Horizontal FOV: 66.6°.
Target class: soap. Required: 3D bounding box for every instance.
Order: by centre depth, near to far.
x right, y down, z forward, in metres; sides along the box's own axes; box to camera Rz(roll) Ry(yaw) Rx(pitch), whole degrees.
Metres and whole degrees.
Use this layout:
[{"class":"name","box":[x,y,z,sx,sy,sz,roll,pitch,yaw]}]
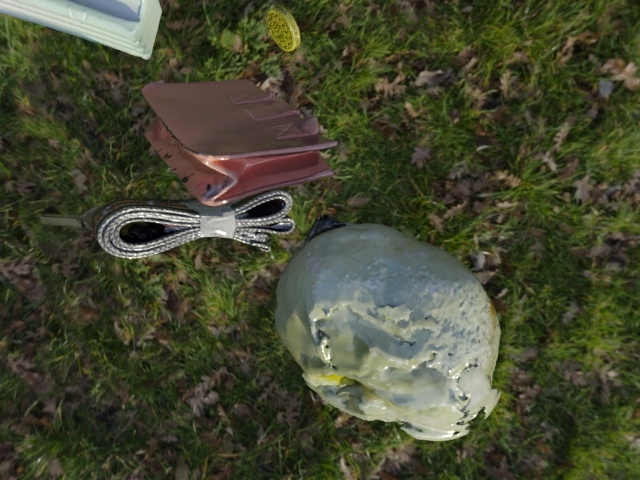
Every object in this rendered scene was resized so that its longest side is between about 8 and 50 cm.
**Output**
[{"class":"soap","box":[-0.423,-0.404,0.802,0.289,0.173,0.095,15,94,-12]}]

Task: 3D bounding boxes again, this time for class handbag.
[{"class":"handbag","box":[-0.095,-0.118,0.533,0.157,0.212,0.059,-16,129,-28]},{"class":"handbag","box":[0.000,0.000,1.050,0.072,0.139,0.115,31,96,11]}]

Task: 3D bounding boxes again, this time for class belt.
[{"class":"belt","box":[-0.215,-0.039,0.873,0.359,0.094,0.126,-7,119,-33]}]

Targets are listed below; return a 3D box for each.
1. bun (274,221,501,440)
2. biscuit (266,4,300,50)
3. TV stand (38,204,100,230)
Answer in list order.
[{"class":"bun","box":[0.057,0.101,0.476,0.239,0.239,0.141,48,57,-19]},{"class":"biscuit","box":[-0.070,-0.402,0.925,0.023,0.084,0.084,-39,107,-19]},{"class":"TV stand","box":[-0.584,-0.057,1.137,0.049,0.256,0.040,-46,125,-36]}]
